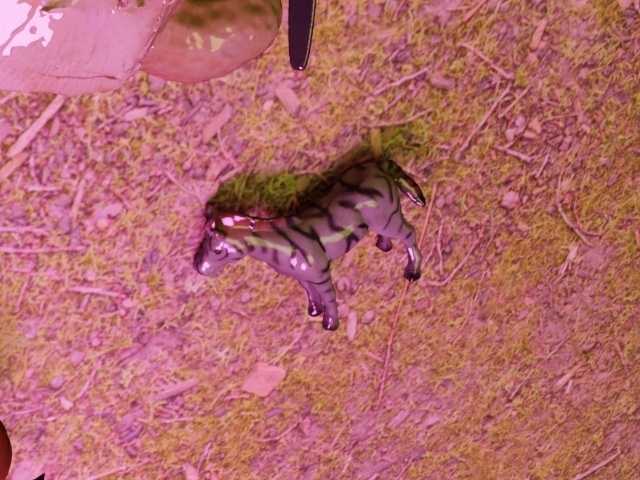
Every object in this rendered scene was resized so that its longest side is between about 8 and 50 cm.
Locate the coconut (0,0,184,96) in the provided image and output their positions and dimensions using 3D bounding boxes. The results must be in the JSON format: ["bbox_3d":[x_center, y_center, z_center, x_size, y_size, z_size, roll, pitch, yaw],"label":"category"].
[{"bbox_3d":[-0.210,-0.243,1.001,0.297,0.254,0.297,-10,121,-18],"label":"coconut"}]

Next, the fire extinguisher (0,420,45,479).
[{"bbox_3d":[-0.385,0.145,1.294,0.200,0.113,0.376,-3,132,15],"label":"fire extinguisher"}]

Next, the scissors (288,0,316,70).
[{"bbox_3d":[-0.013,-0.258,1.289,0.088,0.017,0.220,5,111,3],"label":"scissors"}]

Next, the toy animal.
[{"bbox_3d":[-0.002,0.016,1.499,0.255,0.090,0.170,-22,127,-28],"label":"toy animal"}]

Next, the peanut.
[{"bbox_3d":[-0.139,-0.187,1.233,0.263,0.101,0.117,0,139,-39],"label":"peanut"}]
